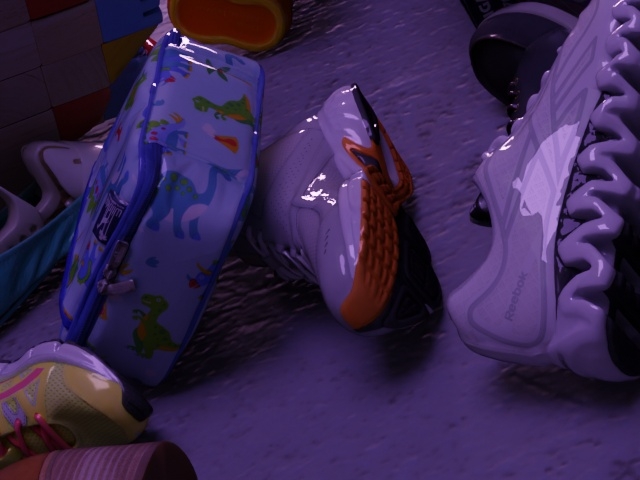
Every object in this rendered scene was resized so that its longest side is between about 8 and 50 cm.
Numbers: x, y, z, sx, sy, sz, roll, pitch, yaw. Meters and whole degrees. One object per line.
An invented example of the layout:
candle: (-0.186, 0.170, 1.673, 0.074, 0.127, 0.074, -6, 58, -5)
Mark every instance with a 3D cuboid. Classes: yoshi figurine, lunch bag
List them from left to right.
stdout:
lunch bag: (-0.108, -0.021, 1.286, 0.219, 0.090, 0.176, -86, 20, -54)
yoshi figurine: (-0.057, -0.327, 1.668, 0.203, 0.203, 0.362, -17, 29, 27)

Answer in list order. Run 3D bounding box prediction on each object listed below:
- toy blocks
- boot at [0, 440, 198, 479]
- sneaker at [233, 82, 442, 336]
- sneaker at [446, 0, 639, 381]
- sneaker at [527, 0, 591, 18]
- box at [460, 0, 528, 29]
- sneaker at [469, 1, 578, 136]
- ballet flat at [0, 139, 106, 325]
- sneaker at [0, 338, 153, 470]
toy blocks: (-0.237, -0.157, 1.443, 0.261, 0.381, 0.191, -22, 56, -11)
boot: (-0.197, 0.227, 1.043, 0.220, 0.109, 0.283, -16, 39, 26)
sneaker: (0.000, 0.000, 1.252, 0.121, 0.099, 0.262, -29, 23, 11)
sneaker: (0.149, -0.057, 1.130, 0.118, 0.110, 0.292, -2, 57, 32)
sneaker: (0.177, -0.178, 1.334, 0.236, 0.104, 0.095, 22, 66, 32)
box: (0.087, -0.278, 1.498, 0.051, 0.175, 0.220, -27, 32, 5)
sneaker: (0.139, -0.081, 1.261, 0.118, 0.083, 0.222, -37, 34, -15)
ballet flat: (-0.208, -0.021, 1.426, 0.083, 0.087, 0.247, 13, 49, 47)
sneaker: (-0.193, 0.123, 1.227, 0.208, 0.081, 0.094, -8, 43, 38)
